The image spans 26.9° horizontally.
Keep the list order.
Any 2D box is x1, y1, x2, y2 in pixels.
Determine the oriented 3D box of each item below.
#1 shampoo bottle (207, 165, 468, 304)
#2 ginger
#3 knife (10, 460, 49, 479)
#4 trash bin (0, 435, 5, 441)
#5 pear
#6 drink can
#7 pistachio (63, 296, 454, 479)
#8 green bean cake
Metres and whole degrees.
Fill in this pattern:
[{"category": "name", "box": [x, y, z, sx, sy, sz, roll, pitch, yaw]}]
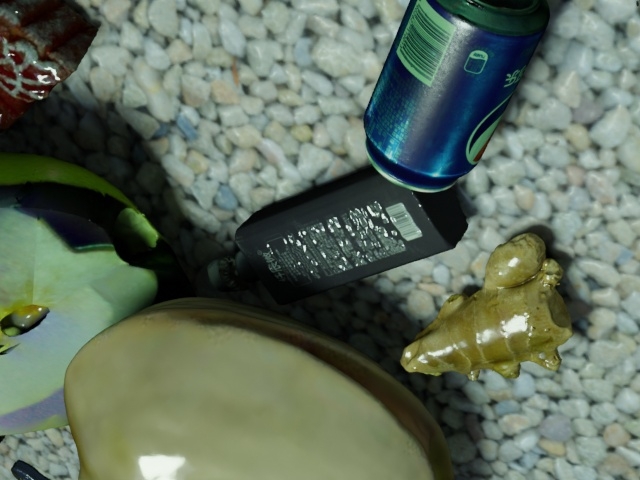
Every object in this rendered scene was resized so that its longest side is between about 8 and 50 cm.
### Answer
[{"category": "shampoo bottle", "box": [-0.001, -0.001, 1.369, 0.309, 0.071, 0.098, -20, 111, 38]}, {"category": "ginger", "box": [0.177, 0.086, 1.325, 0.115, 0.081, 0.205, 33, 127, -13]}, {"category": "knife", "box": [-0.381, 0.346, 1.876, 0.121, 0.018, 0.031, 25, 133, 10]}, {"category": "trash bin", "box": [-0.615, 0.239, 1.811, 0.252, 0.203, 0.301, -42, 99, 6]}, {"category": "pear", "box": [-0.346, 0.036, 1.476, 0.398, 0.165, 0.399, -10, 140, -8]}, {"category": "drink can", "box": [0.113, -0.145, 1.171, 0.118, 0.118, 0.205, 31, 133, 8]}, {"category": "pistachio", "box": [-0.071, 0.230, 1.423, 0.445, 0.281, 0.365, 34, 127, -18]}, {"category": "green bean cake", "box": [-0.360, -0.184, 1.430, 0.198, 0.097, 0.233, 39, 132, 0]}]
